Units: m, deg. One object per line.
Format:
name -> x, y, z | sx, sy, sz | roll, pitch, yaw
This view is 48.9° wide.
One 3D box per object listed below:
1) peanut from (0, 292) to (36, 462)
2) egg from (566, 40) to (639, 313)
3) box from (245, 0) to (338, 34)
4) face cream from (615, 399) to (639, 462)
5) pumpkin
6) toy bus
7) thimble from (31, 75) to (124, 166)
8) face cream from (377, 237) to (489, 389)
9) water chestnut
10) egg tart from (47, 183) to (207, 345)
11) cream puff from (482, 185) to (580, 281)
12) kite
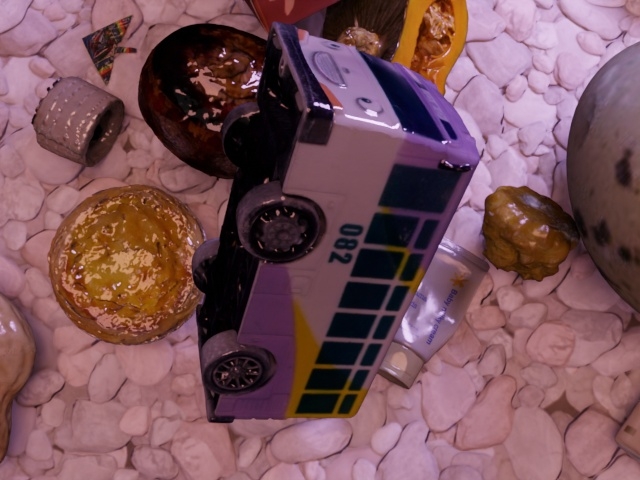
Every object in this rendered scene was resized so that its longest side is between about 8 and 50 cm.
peanut -> -0.479, 0.183, 0.975 | 0.159, 0.143, 0.291 | -1, 85, 12
egg -> 0.492, -0.072, 0.882 | 0.345, 0.345, 0.428 | -19, 56, -1
box -> 0.025, -0.488, 0.970 | 0.385, 0.122, 0.344 | -27, 47, -2
face cream -> 0.576, 0.190, 0.975 | 0.173, 0.081, 0.348 | 36, 85, 8
pumpkin -> 0.082, -0.240, 0.963 | 0.139, 0.222, 0.317 | 15, 86, 44
toy bus -> 0.000, 0.000, 0.823 | 0.249, 0.209, 0.440 | 6, 126, -19
thimble -> -0.355, -0.176, 1.036 | 0.090, 0.102, 0.115 | 26, 59, 4
face cream -> 0.149, 0.098, 1.015 | 0.114, 0.070, 0.224 | 30, 76, 5
water chestnut -> -0.141, -0.188, 0.988 | 0.223, 0.238, 0.224 | 14, 48, -16
egg tart -> -0.271, 0.035, 1.013 | 0.234, 0.094, 0.234 | 0, 82, -1
cream puff -> 0.284, -0.004, 0.994 | 0.146, 0.146, 0.116 | 25, 123, 4
kite -> -0.332, -0.302, 1.100 | 0.090, 0.004, 0.122 | 12, 84, 3
